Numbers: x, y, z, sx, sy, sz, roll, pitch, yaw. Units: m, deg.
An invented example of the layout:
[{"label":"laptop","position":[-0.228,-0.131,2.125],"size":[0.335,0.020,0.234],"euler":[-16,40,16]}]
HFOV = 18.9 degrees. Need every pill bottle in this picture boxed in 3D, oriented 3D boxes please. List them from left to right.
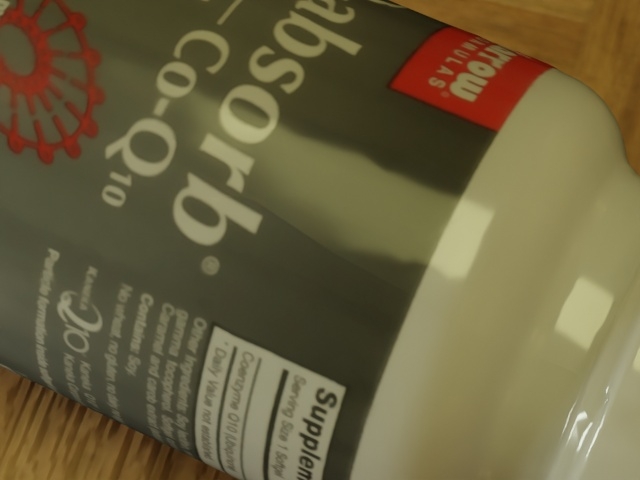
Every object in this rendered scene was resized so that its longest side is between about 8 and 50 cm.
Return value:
[{"label":"pill bottle","position":[0.000,0.000,0.807],"size":[0.363,0.210,0.210],"euler":[23,63,13]}]
